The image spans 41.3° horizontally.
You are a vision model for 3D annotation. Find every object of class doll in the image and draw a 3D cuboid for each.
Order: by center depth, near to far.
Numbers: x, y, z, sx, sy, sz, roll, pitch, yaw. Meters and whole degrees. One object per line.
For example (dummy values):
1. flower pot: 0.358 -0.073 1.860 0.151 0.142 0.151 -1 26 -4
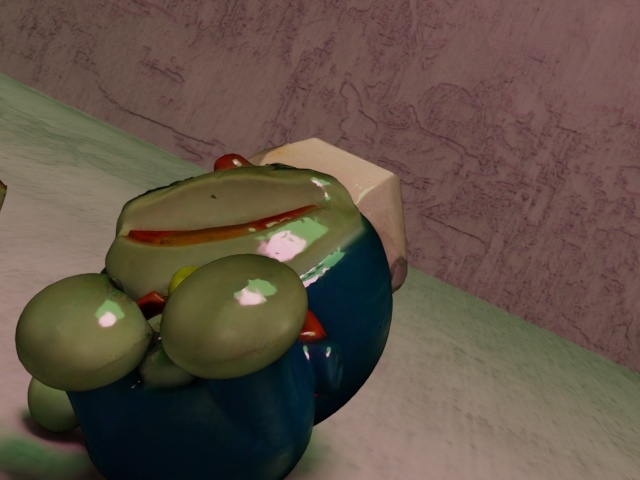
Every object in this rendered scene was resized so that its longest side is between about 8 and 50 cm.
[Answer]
1. doll: -0.059 0.053 0.542 0.199 0.186 0.322 -5 19 15

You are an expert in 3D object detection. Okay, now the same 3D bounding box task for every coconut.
1. coconut: -0.002 0.001 1.008 0.241 0.241 0.241 24 7 -3

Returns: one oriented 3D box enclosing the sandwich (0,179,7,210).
1. sandwich: -0.339 -0.041 0.712 0.116 0.074 0.074 26 9 18
